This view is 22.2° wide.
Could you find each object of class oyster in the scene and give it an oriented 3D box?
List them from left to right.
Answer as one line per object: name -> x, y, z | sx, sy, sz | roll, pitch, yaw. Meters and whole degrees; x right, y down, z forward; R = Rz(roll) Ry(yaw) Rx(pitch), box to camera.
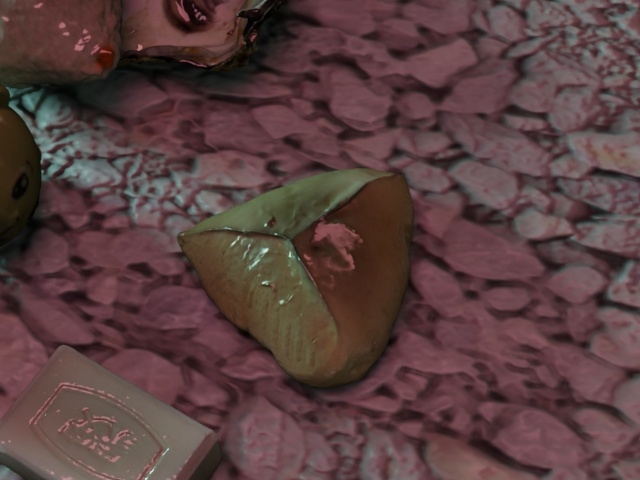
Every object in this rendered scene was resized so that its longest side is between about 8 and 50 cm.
oyster -> -0.115, -0.256, 1.727 | 0.223, 0.083, 0.214 | -4, 51, 23

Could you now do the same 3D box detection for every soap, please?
soap -> -0.197, 0.192, 1.498 | 0.183, 0.064, 0.121 | 27, 65, 18

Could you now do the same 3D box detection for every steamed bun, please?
steamed bun -> -0.001, 0.027, 1.546 | 0.231, 0.110, 0.212 | -22, 62, -4

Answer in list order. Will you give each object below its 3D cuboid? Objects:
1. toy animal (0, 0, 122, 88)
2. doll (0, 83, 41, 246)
toy animal -> -0.328, -0.284, 1.701 | 0.358, 0.188, 0.226 | 34, 75, 21
doll -> -0.384, -0.033, 1.579 | 0.261, 0.177, 0.161 | -43, 66, -12
